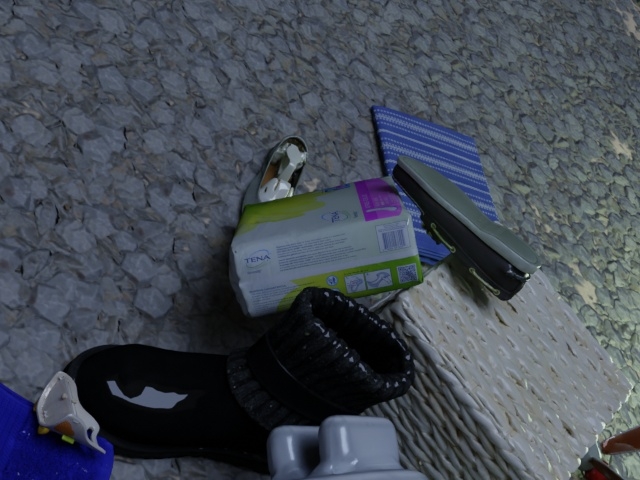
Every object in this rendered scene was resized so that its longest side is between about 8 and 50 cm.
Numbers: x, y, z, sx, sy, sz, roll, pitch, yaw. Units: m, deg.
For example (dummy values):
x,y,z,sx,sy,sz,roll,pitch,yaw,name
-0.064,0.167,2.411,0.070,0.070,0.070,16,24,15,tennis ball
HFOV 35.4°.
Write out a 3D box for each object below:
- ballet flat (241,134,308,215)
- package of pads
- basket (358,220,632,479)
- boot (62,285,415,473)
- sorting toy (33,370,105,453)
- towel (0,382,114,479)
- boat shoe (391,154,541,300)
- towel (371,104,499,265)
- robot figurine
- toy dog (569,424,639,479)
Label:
x,y,z,sx,sy,sz,roll,pitch,yaw,name
-0.066,-0.085,1.510,0.072,0.068,0.213,33,43,-16,ballet flat
0.000,0.000,1.304,0.296,0.229,0.101,-97,175,-77,package of pads
0.188,0.203,1.350,0.331,0.266,0.328,53,40,4,basket
-0.093,0.149,1.149,0.348,0.260,0.131,16,50,-32,boot
-0.251,0.188,1.029,0.075,0.045,0.083,45,3,-32,sorting toy
-0.350,0.200,0.977,0.308,0.076,0.227,33,19,-17,towel
0.168,-0.018,1.257,0.228,0.068,0.081,43,26,19,boat shoe
0.212,-0.082,1.781,0.243,0.040,0.336,16,47,-30,towel
0.029,0.365,1.047,0.200,0.300,0.353,12,64,-48,robot figurine
0.512,0.390,1.555,0.334,0.161,0.220,35,41,-14,toy dog
